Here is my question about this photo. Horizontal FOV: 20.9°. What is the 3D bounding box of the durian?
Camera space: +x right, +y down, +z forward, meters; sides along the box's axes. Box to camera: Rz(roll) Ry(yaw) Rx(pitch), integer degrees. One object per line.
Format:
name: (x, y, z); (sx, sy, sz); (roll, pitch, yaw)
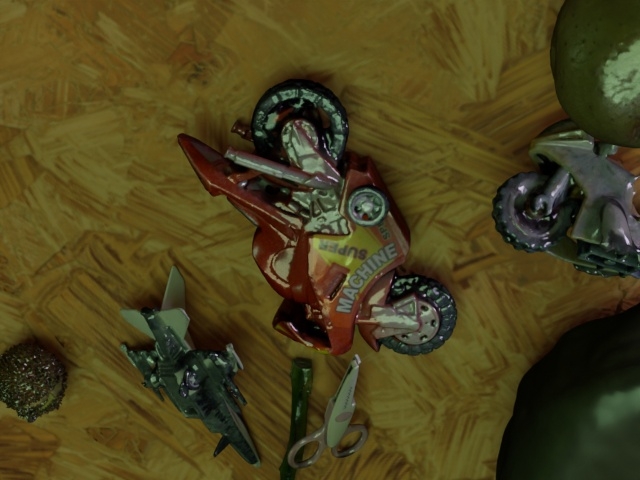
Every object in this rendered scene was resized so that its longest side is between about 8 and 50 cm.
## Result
durian: (-0.295, 0.139, 1.723); (0.091, 0.080, 0.080); (21, 117, 12)

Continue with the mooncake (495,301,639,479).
mooncake: (0.338, 0.225, 1.574); (0.356, 0.194, 0.356); (4, 112, 11)

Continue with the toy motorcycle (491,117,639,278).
toy motorcycle: (0.263, -0.030, 1.516); (0.229, 0.130, 0.094); (17, 159, -14)

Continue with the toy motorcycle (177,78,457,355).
toy motorcycle: (0.002, -0.001, 1.590); (0.171, 0.089, 0.298); (-25, 108, 19)

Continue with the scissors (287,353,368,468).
scissors: (0.018, 0.165, 1.655); (0.085, 0.022, 0.176); (-10, 145, -21)

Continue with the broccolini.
broccolini: (-0.036, 0.231, 1.746); (0.057, 0.071, 0.254); (25, 116, 40)

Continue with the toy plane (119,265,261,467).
toy plane: (-0.123, 0.144, 1.690); (0.160, 0.082, 0.234); (-3, 116, 42)

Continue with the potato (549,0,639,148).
potato: (0.278, -0.176, 1.417); (0.157, 0.157, 0.194); (30, 128, -4)
